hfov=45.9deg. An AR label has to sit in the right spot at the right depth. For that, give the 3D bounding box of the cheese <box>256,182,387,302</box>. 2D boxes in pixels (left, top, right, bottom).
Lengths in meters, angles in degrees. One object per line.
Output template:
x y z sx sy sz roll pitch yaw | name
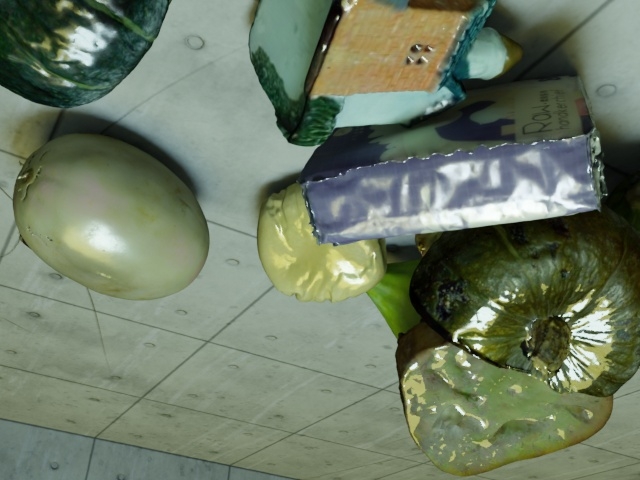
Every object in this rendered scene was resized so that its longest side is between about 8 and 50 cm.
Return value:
0.000 0.000 1.239 0.214 0.117 0.226 -12 120 19 | cheese

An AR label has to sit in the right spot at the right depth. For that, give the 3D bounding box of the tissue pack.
0.168 -0.105 0.947 0.343 0.242 0.125 -8 114 19 | tissue pack

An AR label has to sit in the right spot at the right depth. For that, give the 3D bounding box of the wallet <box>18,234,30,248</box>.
-0.435 0.001 1.397 0.232 0.031 0.122 -14 143 26 | wallet

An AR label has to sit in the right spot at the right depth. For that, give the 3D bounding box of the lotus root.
0.308 0.213 1.221 0.375 0.111 0.390 26 105 -19 | lotus root

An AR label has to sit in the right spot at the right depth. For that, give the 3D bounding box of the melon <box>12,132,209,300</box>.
-0.314 -0.033 1.149 0.223 0.223 0.317 -23 139 37 | melon

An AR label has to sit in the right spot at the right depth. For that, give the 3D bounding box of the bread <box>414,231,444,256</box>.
0.243 -0.045 1.115 0.229 0.139 0.143 4 122 -11 | bread

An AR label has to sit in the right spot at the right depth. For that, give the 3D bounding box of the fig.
0.214 0.138 1.363 0.314 0.233 0.233 -2 148 5 | fig

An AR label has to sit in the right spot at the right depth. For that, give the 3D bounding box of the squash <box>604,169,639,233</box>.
0.526 0.016 1.123 0.309 0.310 0.310 46 134 -17 | squash

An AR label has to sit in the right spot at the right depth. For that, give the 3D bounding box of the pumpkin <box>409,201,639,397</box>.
0.297 0.056 0.965 0.325 0.242 0.232 17 121 -14 | pumpkin

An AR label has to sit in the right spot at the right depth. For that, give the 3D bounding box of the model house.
0.092 -0.232 0.852 0.291 0.184 0.253 1 145 -21 | model house

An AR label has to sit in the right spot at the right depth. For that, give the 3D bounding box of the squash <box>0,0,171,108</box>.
-0.244 -0.252 0.750 0.165 0.252 0.252 32 139 -31 | squash
